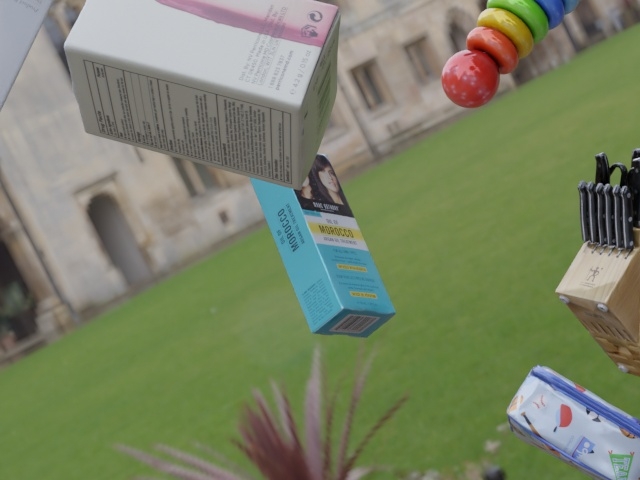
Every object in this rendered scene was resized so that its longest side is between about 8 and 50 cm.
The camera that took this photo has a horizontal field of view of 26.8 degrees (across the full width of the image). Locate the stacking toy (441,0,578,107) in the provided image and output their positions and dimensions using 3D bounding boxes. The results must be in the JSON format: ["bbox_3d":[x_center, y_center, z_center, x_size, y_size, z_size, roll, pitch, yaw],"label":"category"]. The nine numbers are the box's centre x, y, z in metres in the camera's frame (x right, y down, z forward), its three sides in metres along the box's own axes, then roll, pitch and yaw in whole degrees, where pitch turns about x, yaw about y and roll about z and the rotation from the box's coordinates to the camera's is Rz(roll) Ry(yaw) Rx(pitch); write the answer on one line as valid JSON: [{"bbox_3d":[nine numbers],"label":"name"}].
[{"bbox_3d":[0.303,-0.336,2.072,0.330,0.141,0.141,-54,12,-14],"label":"stacking toy"}]

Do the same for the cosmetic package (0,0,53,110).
[{"bbox_3d":[-0.358,-0.237,1.411,0.231,0.117,0.085,-62,24,3],"label":"cosmetic package"}]

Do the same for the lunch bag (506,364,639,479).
[{"bbox_3d":[0.411,0.296,2.010,0.115,0.243,0.303,-61,-21,-3],"label":"lunch bag"}]

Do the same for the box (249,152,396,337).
[{"bbox_3d":[0.000,0.000,1.653,0.100,0.244,0.060,8,-40,-46],"label":"box"}]

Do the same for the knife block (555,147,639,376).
[{"bbox_3d":[0.419,0.016,1.714,0.088,0.276,0.242,14,63,53],"label":"knife block"}]

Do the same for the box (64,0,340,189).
[{"bbox_3d":[-0.108,-0.162,1.288,0.149,0.232,0.127,92,-164,-61],"label":"box"}]
